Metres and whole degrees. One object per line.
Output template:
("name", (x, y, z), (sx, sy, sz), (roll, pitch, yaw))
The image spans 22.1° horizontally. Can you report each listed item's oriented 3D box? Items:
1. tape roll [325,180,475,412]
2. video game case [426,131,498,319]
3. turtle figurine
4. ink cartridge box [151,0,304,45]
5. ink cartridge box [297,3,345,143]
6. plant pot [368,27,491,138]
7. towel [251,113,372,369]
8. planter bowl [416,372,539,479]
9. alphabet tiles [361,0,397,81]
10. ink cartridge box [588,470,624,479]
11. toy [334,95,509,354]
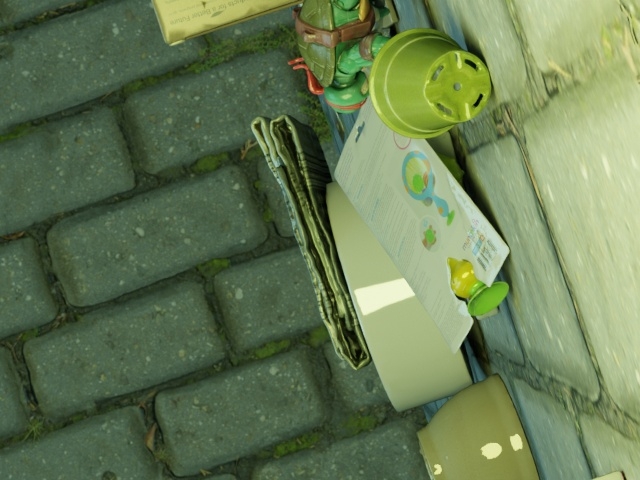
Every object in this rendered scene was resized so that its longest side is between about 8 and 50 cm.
("tape roll", (0.095, 0.055, 1.942), (0.286, 0.100, 0.286), (-18, -90, -84))
("video game case", (0.114, -0.067, 1.676), (0.285, 0.025, 0.204), (-112, 4, -65))
("turtle figurine", (0.036, -0.187, 1.366), (0.175, 0.118, 0.234), (-128, 26, -49))
("ink cartridge box", (-0.093, -0.347, 1.847), (0.088, 0.235, 0.193), (-112, 5, -78))
("ink cartridge box", (0.027, -0.233, 2.118), (0.115, 0.067, 0.198), (80, 173, -85))
("plant pot", (0.087, -0.114, 1.193), (0.079, 0.083, 0.083), (-160, 50, -72))
("towel", (0.000, 0.000, 1.978), (0.324, 0.056, 0.312), (-1, -107, -85))
("planter bowl", (0.170, 0.241, 1.809), (0.162, 0.109, 0.162), (161, 90, -89))
("alphabet tiles", (0.020, -0.279, 1.703), (0.198, 0.009, 0.237), (161, 91, -72))
("ink cartridge box", (0.222, 0.295, 1.312), (0.371, 0.069, 0.175), (85, 166, -75))
("toy", (0.102, -0.030, 1.484), (0.237, 0.056, 0.137), (60, 144, 35))
